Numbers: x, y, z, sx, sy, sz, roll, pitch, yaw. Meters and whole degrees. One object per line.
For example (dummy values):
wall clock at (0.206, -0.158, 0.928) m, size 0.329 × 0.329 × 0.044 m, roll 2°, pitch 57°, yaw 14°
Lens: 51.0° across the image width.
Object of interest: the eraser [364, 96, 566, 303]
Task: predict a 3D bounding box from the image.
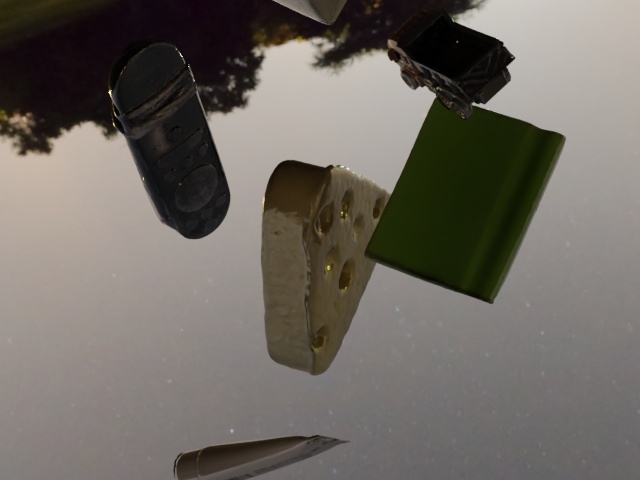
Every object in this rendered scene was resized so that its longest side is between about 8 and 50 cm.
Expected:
eraser at (0.216, -0.057, 1.009) m, size 0.210 × 0.274 × 0.092 m, roll 22°, pitch 174°, yaw 16°

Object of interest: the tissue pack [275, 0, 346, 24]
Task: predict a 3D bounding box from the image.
tissue pack at (-0.040, -0.313, 0.707) m, size 0.149 × 0.099 × 0.106 m, roll 31°, pitch -179°, yaw 19°

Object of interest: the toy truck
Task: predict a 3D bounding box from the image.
toy truck at (0.165, -0.234, 0.873) m, size 0.083 × 0.092 × 0.192 m, roll -43°, pitch -140°, yaw 1°

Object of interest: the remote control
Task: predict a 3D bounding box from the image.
remote control at (-0.155, -0.097, 0.674) m, size 0.066 × 0.266 × 0.090 m, roll 31°, pitch -116°, yaw 23°

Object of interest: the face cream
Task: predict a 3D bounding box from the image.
face cream at (-0.087, 0.291, 0.901) m, size 0.244 × 0.092 × 0.058 m, roll -20°, pitch -115°, yaw 23°

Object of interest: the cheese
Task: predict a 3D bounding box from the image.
cheese at (-0.001, 0.001, 1.133) m, size 0.104 × 0.383 × 0.384 m, roll 14°, pitch -147°, yaw 23°
